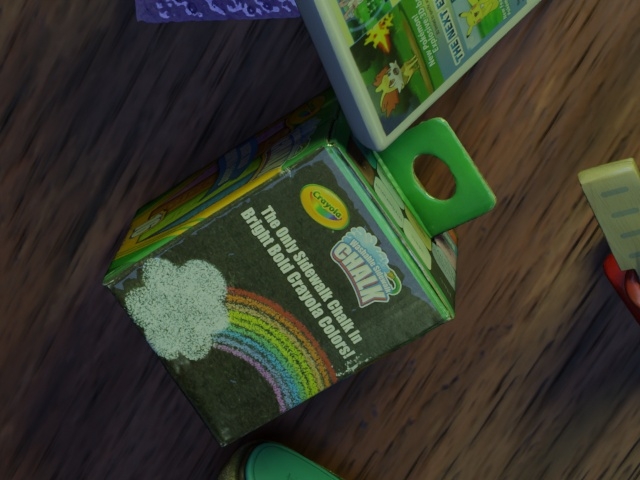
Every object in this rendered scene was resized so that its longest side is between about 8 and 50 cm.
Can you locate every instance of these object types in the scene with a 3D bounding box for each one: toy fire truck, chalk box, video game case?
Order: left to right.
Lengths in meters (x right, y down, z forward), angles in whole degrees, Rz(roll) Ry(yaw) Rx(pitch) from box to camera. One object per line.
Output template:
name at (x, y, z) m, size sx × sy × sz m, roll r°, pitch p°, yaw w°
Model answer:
chalk box at (0.000, 0.000, 1.530) m, size 0.289 × 0.179 × 0.180 m, roll -30°, pitch 105°, yaw 14°
video game case at (0.090, -0.265, 1.328) m, size 0.300 × 0.036 × 0.329 m, roll -44°, pitch 141°, yaw -15°
toy fire truck at (0.305, -0.023, 1.449) m, size 0.217 × 0.246 × 0.158 m, roll -35°, pitch 85°, yaw 18°

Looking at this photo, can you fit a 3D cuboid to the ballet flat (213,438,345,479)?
ballet flat at (0.052, 0.297, 1.689) m, size 0.348 × 0.123 × 0.123 m, roll 31°, pitch 111°, yaw -8°

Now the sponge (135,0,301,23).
sponge at (-0.048, -0.237, 1.516) m, size 0.210 × 0.031 × 0.117 m, roll -1°, pitch 112°, yaw 6°
